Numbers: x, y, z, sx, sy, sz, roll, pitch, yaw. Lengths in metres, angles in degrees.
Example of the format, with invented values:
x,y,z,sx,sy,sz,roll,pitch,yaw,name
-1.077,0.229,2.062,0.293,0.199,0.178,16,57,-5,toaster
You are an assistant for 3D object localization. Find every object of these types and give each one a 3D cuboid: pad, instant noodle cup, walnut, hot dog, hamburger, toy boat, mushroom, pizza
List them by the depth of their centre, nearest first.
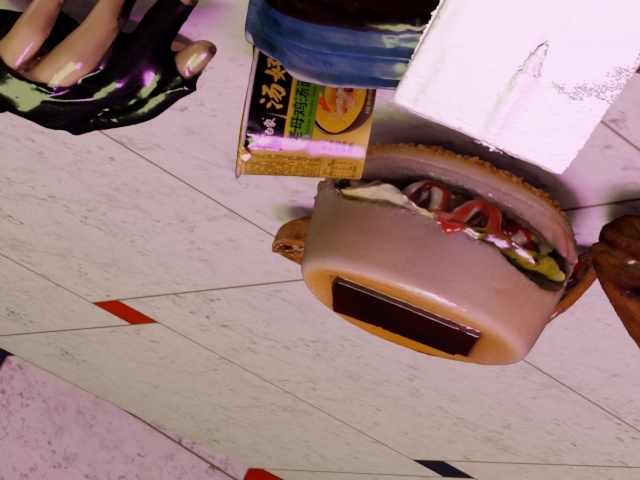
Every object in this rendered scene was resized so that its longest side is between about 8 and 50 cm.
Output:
x,y,z,sx,sy,sz,roll,pitch,yaw,name
0.160,-0.149,1.223,0.156,0.004,0.232,23,136,-6,pad
0.245,-0.171,1.240,0.094,0.072,0.210,-12,145,32,mushroom
0.071,-0.167,1.334,0.309,0.129,0.142,6,143,25,toy boat
-0.012,-0.124,1.534,0.122,0.151,0.151,7,160,0,instant noodle cup
0.377,0.059,1.675,0.196,0.122,0.272,10,163,30,hot dog
0.123,0.013,1.720,0.302,0.170,0.302,20,164,6,hamburger
0.261,0.049,1.789,0.029,0.099,0.100,42,154,-19,pizza
0.000,0.000,1.971,0.121,0.052,0.091,9,160,33,walnut

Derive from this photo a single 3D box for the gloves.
x,y,z,sx,sy,sz,roll,pitch,yaw,name
-0.229,-0.180,1.603,0.301,0.152,0.197,-12,174,32,gloves
